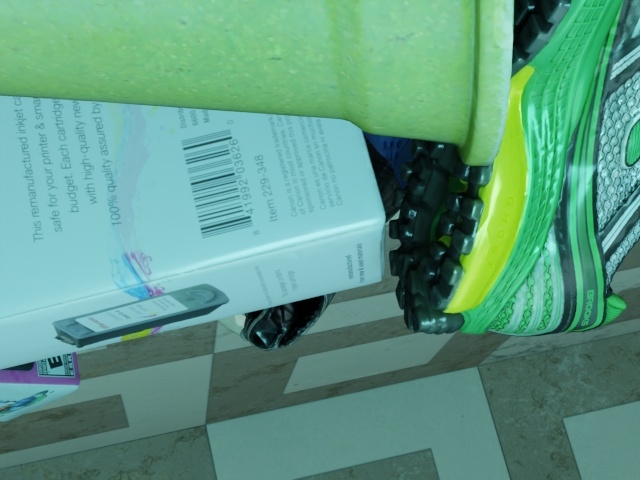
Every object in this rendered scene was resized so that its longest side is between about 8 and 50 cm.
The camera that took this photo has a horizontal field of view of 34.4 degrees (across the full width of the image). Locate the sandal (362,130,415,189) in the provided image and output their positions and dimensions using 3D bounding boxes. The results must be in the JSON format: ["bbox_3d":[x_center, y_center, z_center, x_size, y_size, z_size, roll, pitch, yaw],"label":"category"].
[{"bbox_3d":[0.093,-0.075,0.759,0.138,0.317,0.126,7,143,12],"label":"sandal"}]

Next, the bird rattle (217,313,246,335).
[{"bbox_3d":[-0.085,0.001,0.967,0.143,0.207,0.253,-40,164,16],"label":"bird rattle"}]

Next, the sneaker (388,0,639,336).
[{"bbox_3d":[0.149,-0.099,0.557,0.146,0.134,0.343,6,121,-18],"label":"sneaker"}]

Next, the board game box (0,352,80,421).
[{"bbox_3d":[-0.330,0.012,0.750,0.098,0.223,0.303,-24,160,29],"label":"board game box"}]

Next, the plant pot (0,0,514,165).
[{"bbox_3d":[-0.062,-0.162,0.436,0.254,0.276,0.276,-3,162,3],"label":"plant pot"}]

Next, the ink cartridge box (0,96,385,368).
[{"bbox_3d":[-0.127,-0.055,0.701,0.306,0.226,0.131,-13,161,0],"label":"ink cartridge box"}]

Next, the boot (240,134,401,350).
[{"bbox_3d":[0.000,0.000,0.891,0.229,0.091,0.263,-55,-177,-27],"label":"boot"}]
